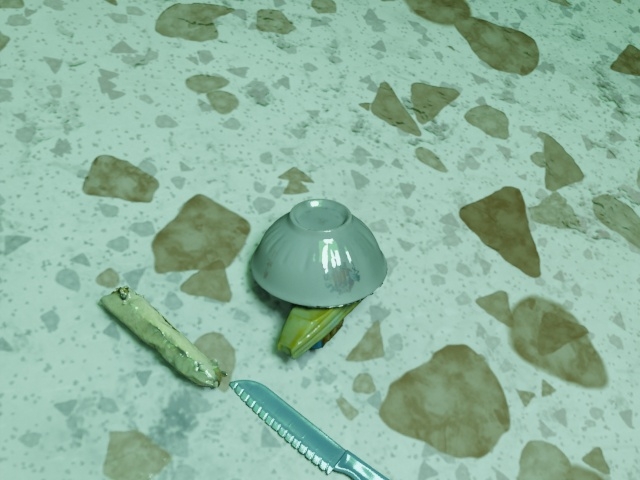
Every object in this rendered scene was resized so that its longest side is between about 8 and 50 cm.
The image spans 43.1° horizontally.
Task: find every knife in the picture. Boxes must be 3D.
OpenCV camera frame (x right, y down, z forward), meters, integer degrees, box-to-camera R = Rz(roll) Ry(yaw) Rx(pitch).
[{"bbox_3d":[0.015,0.265,0.993,0.313,0.019,0.044,36,55,11],"label":"knife"}]

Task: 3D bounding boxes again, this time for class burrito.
[{"bbox_3d":[-0.196,0.121,1.007,0.185,0.041,0.045,40,12,12],"label":"burrito"}]

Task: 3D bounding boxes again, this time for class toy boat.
[{"bbox_3d":[0.006,0.097,1.077,0.065,0.066,0.172,18,42,33],"label":"toy boat"}]

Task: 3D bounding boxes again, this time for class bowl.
[{"bbox_3d":[0.000,0.000,1.082,0.189,0.086,0.189,1,35,-1],"label":"bowl"}]
